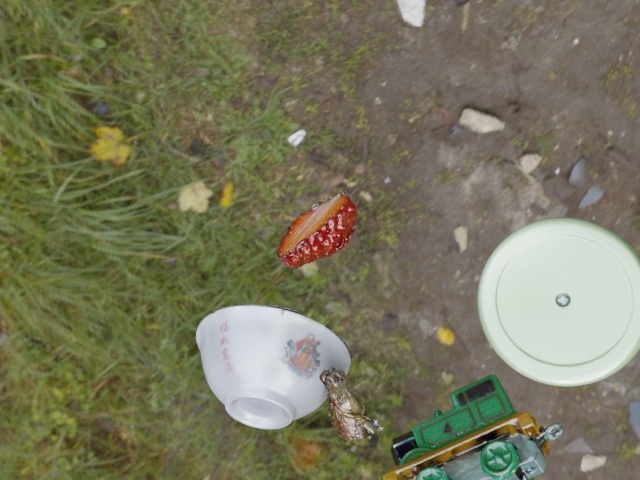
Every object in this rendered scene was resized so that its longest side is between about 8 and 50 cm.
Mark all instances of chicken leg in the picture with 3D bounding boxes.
[{"bbox_3d":[0.052,0.327,1.682,0.125,0.080,0.196,15,136,62],"label":"chicken leg"}]

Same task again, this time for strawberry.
[{"bbox_3d":[0.000,0.000,1.930,0.190,0.236,0.111,-16,117,46],"label":"strawberry"}]

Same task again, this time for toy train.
[{"bbox_3d":[0.314,0.462,1.830,0.429,0.249,0.178,-27,137,10],"label":"toy train"}]

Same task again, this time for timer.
[{"bbox_3d":[0.456,0.126,1.553,0.291,0.315,0.290,-3,79,17],"label":"timer"}]

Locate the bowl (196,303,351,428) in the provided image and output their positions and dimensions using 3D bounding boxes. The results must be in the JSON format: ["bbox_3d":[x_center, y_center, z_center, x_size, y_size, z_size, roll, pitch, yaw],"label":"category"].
[{"bbox_3d":[-0.115,0.294,1.747,0.346,0.157,0.345,8,142,6],"label":"bowl"}]
